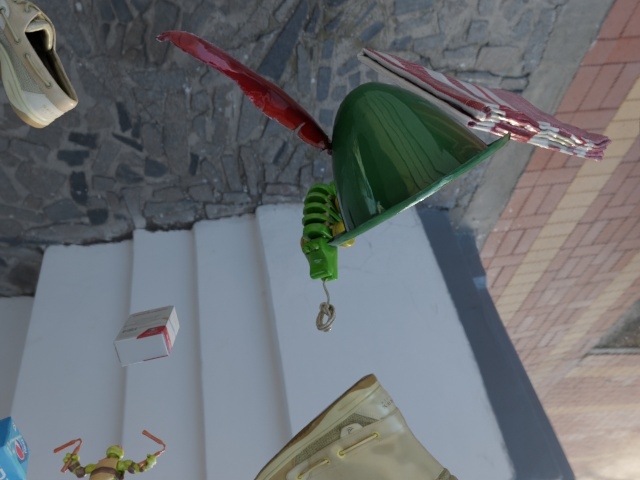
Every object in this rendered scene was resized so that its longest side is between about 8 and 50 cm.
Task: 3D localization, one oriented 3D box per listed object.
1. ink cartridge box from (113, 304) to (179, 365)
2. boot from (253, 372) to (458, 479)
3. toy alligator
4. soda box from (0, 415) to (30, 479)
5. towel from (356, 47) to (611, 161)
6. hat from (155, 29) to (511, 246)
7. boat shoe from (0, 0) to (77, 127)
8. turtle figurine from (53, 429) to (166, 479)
[{"bbox_3d":[-0.458,0.250,1.358,0.127,0.175,0.073,-12,106,-3],"label":"ink cartridge box"},{"bbox_3d":[0.040,0.333,0.670,0.262,0.203,0.095,-46,165,12],"label":"boot"},{"bbox_3d":[0.000,0.000,0.539,0.056,0.190,0.051,-19,140,35],"label":"toy alligator"},{"bbox_3d":[-0.511,0.320,0.670,0.209,0.067,0.071,-20,116,-17],"label":"soda box"},{"bbox_3d":[0.238,-0.197,0.721,0.328,0.237,0.037,1,123,-38],"label":"towel"},{"bbox_3d":[0.031,-0.112,0.411,0.172,0.184,0.208,-32,180,13],"label":"hat"},{"bbox_3d":[-0.490,-0.343,0.846,0.098,0.303,0.109,-23,174,10],"label":"boat shoe"},{"bbox_3d":[-0.494,0.531,1.123,0.269,0.217,0.087,-1,114,2],"label":"turtle figurine"}]
